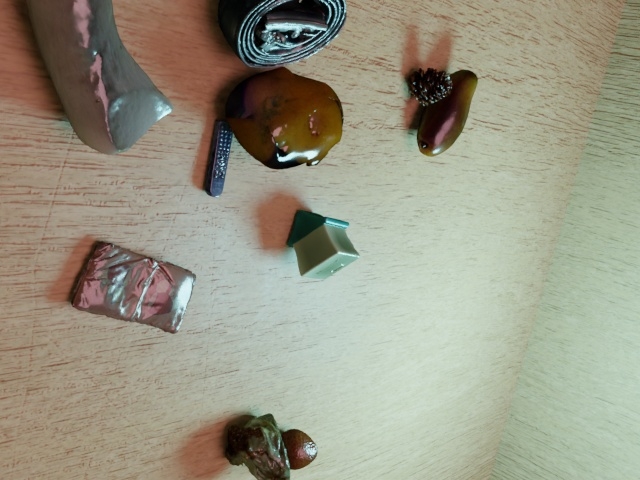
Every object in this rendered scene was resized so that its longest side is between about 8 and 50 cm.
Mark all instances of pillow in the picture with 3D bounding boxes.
[{"bbox_3d":[-0.348,0.090,1.426,0.248,0.049,0.135,24,87,-49],"label":"pillow"}]

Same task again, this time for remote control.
[{"bbox_3d":[-0.204,-0.162,1.504,0.044,0.027,0.152,4,102,-46],"label":"remote control"}]

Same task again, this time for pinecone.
[{"bbox_3d":[0.283,-0.394,1.934,0.102,0.109,0.102,-32,128,-54],"label":"pinecone"}]

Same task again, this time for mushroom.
[{"bbox_3d":[-0.358,-0.335,1.147,0.177,0.126,0.397,-50,140,-39],"label":"mushroom"}]

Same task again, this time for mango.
[{"bbox_3d":[0.339,-0.341,2.029,0.133,0.111,0.267,35,80,-37],"label":"mango"},{"bbox_3d":[-0.064,-0.245,1.528,0.287,0.153,0.201,-4,106,-54],"label":"mango"}]

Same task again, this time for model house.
[{"bbox_3d":[0.000,0.000,1.760,0.127,0.149,0.100,-33,157,27],"label":"model house"}]

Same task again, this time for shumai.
[{"bbox_3d":[-0.153,0.513,1.794,0.142,0.184,0.184,-11,121,-10],"label":"shumai"}]

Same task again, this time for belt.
[{"bbox_3d":[-0.060,-0.425,1.415,0.268,0.116,0.206,-19,153,-31],"label":"belt"}]

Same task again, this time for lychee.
[{"bbox_3d":[-0.076,0.534,1.947,0.101,0.140,0.114,-61,180,-24],"label":"lychee"}]
